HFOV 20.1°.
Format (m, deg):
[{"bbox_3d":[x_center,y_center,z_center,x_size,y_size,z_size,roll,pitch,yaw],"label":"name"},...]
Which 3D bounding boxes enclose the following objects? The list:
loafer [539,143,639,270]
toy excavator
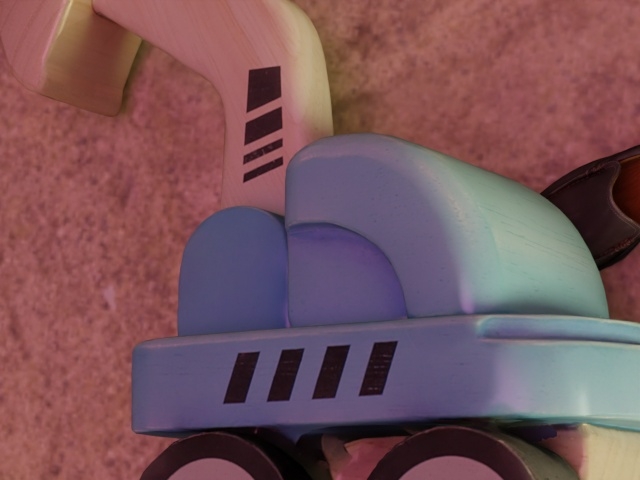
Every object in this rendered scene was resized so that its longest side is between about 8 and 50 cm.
[{"bbox_3d":[0.171,-0.024,1.037,0.170,0.061,0.062,-30,79,16],"label":"loafer"},{"bbox_3d":[0.000,0.000,1.027,0.432,0.222,0.445,-5,77,33],"label":"toy excavator"}]
